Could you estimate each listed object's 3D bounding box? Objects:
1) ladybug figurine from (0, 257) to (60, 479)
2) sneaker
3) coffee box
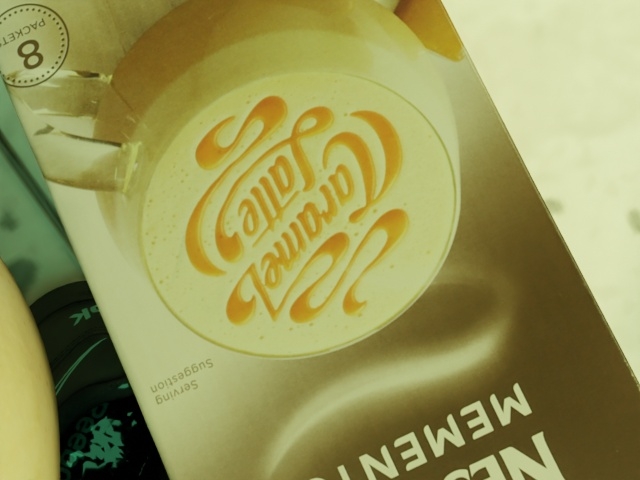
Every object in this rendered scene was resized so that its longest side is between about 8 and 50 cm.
[{"bbox_3d":[-0.259,0.147,0.397,0.449,0.162,0.305,-41,115,-12],"label":"ladybug figurine"},{"bbox_3d":[-0.114,0.148,0.571,0.101,0.106,0.267,13,94,-22],"label":"sneaker"},{"bbox_3d":[0.000,0.000,0.494,0.141,0.098,0.246,-26,75,1],"label":"coffee box"}]
